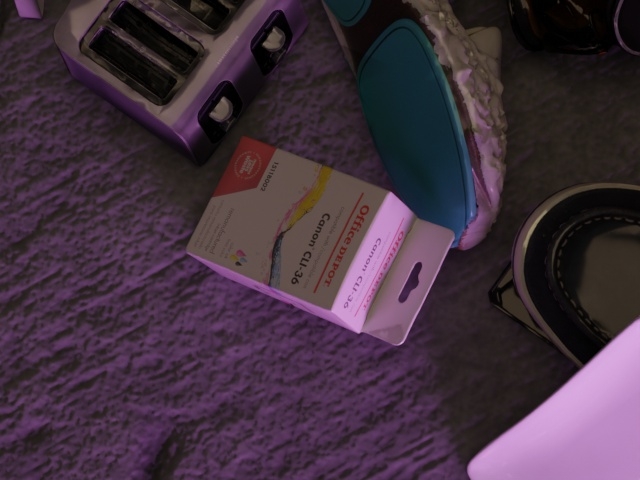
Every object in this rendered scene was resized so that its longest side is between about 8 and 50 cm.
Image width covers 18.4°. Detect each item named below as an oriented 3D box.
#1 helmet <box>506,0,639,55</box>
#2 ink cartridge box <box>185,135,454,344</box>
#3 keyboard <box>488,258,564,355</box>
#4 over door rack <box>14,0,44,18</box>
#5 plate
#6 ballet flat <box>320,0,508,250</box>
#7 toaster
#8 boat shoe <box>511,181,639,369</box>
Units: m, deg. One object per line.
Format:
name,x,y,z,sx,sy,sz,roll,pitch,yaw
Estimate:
helmet,0.237,-0.240,1.673,0.169,0.169,0.161,-3,101,2
ink cartridge box,0.000,0.000,1.660,0.198,0.067,0.115,21,81,30
keyboard,0.245,0.058,1.701,0.180,0.023,0.108,35,89,6
over door rack,-0.348,-0.369,1.753,0.239,0.108,0.324,5,81,4
plate,0.281,0.220,1.582,0.278,0.277,0.045,50,46,9
ballet flat,0.081,-0.196,1.701,0.147,0.147,0.409,-26,81,-2
toaster,-0.126,-0.186,1.711,0.186,0.110,0.168,36,83,8
boat shoe,0.383,0.109,1.603,0.500,0.156,0.187,34,88,3
